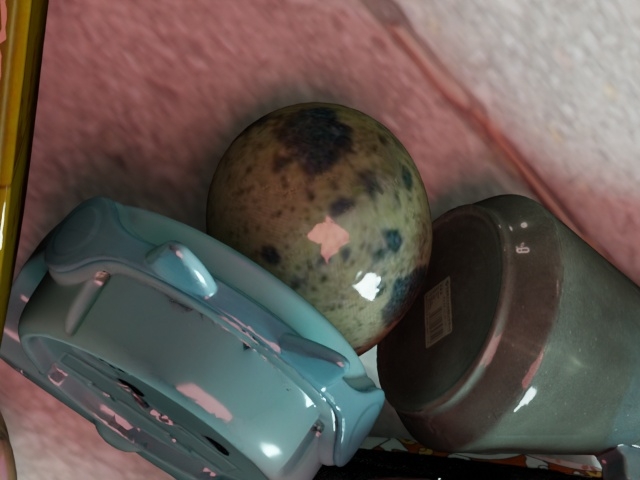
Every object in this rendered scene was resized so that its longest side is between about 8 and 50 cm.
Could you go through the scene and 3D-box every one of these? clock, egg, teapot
[{"bbox_3d":[-0.080,0.072,0.888,0.224,0.274,0.094,34,71,-6],"label":"clock"},{"bbox_3d":[0.000,0.000,0.950,0.141,0.141,0.181,-8,125,-6],"label":"egg"},{"bbox_3d":[0.166,0.091,0.996,0.225,0.203,0.171,21,147,-25],"label":"teapot"}]

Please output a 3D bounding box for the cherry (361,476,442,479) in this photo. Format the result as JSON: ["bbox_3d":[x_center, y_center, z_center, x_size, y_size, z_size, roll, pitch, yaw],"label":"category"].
[{"bbox_3d":[0.043,0.261,0.931,0.307,0.221,0.261,-4,143,42],"label":"cherry"}]

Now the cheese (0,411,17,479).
[{"bbox_3d":[-0.333,0.171,0.981,0.266,0.127,0.233,4,112,-14],"label":"cheese"}]

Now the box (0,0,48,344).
[{"bbox_3d":[-0.195,-0.141,0.774,0.116,0.264,0.415,7,116,-8],"label":"box"}]

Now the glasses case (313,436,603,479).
[{"bbox_3d":[0.102,0.202,1.101,0.267,0.067,0.103,10,112,-14],"label":"glasses case"}]
